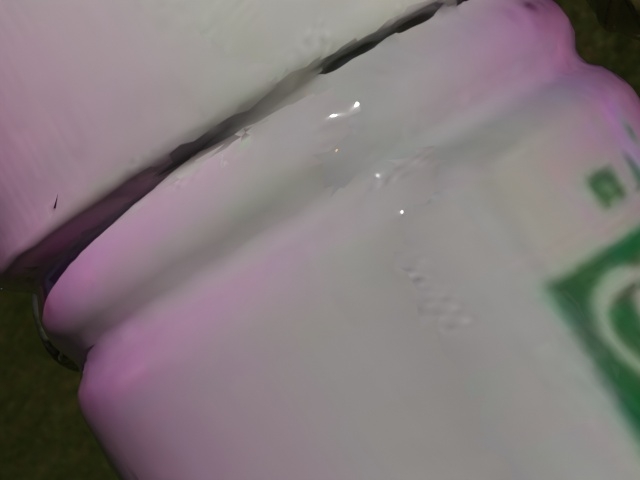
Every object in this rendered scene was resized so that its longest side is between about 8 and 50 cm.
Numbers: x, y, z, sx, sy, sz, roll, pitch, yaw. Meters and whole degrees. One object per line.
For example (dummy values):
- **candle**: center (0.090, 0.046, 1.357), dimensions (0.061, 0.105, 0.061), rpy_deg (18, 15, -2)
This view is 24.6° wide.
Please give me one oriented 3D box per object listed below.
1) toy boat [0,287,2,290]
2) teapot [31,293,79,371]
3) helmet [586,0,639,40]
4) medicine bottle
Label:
- **toy boat**: center (-0.266, -0.016, 1.818), dimensions (0.318, 0.072, 0.219), rpy_deg (4, 63, 28)
- **teapot**: center (0.000, 0.000, 0.914), dimensions (0.337, 0.200, 0.270), rpy_deg (12, 47, 19)
- **helmet**: center (0.329, -0.287, 1.475), dimensions (0.204, 0.257, 0.137), rpy_deg (15, 55, 31)
- **medicine bottle**: center (0.030, 0.036, 0.486), dimensions (0.212, 0.325, 0.212), rpy_deg (-33, -2, -1)
